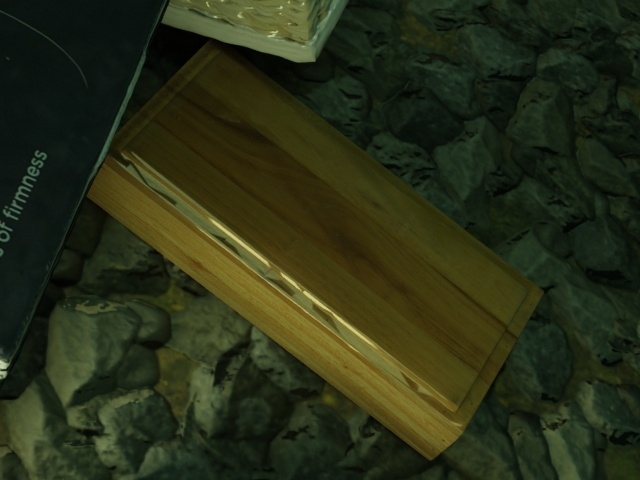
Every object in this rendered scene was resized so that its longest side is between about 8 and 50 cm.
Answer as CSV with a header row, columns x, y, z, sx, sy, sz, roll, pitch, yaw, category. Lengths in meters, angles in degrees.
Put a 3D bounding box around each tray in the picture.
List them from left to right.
x,y,z,sx,sy,sz,roll,pitch,yaw,category
0.000,0.000,1.322,0.411,0.076,0.203,37,50,0,tray

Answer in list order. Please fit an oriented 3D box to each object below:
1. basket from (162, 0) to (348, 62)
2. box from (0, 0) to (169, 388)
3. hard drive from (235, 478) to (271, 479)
x,y,z,sx,sy,sz,roll,pitch,yaw,category
-0.103,-0.401,1.314,0.331,0.266,0.328,18,66,11,basket
-0.403,-0.123,1.047,0.472,0.297,0.479,26,52,-12,box
-0.082,0.307,1.089,0.172,0.054,0.254,2,59,-26,hard drive
